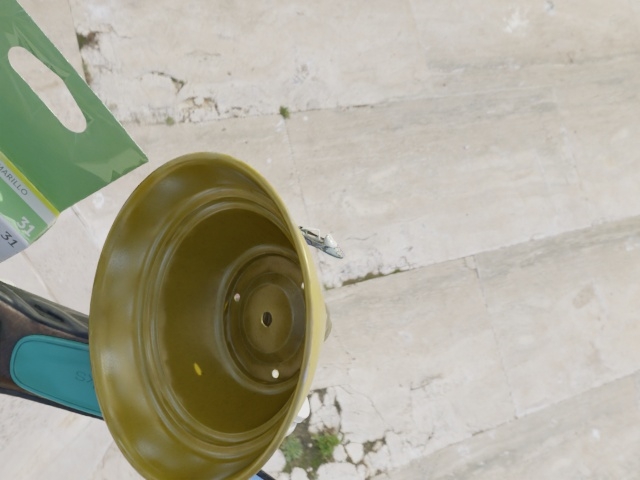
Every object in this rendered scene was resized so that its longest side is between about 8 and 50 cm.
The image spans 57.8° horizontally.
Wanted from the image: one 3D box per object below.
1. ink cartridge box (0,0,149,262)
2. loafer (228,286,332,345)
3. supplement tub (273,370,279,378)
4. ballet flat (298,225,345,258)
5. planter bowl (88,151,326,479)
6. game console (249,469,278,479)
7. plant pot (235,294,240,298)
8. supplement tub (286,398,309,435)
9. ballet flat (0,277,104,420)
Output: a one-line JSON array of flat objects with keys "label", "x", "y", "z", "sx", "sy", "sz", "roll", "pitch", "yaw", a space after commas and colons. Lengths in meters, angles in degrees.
[{"label": "ink cartridge box", "x": -0.276, "y": -0.071, "z": 0.456, "sx": 0.171, "sy": 0.235, "sz": 0.056, "roll": 54, "pitch": 35, "yaw": -25}, {"label": "loafer", "x": -0.043, "y": 0.073, "z": 0.487, "sx": 0.050, "sy": 0.148, "sz": 0.056, "roll": 43, "pitch": 56, "yaw": -36}, {"label": "supplement tub", "x": -0.142, "y": 0.374, "z": 1.299, "sx": 0.144, "sy": 0.144, "sz": 0.199, "roll": 53, "pitch": 42, "yaw": -5}, {"label": "ballet flat", "x": 0.000, "y": 0.000, "z": 1.155, "sx": 0.114, "sy": 0.041, "sz": 0.041, "roll": 23, "pitch": 73, "yaw": 6}, {"label": "planter bowl", "x": -0.063, "y": 0.055, "z": 0.404, "sx": 0.090, "sy": 0.217, "sz": 0.217, "roll": 10, "pitch": 76, "yaw": -51}, {"label": "game console", "x": -0.091, "y": 0.381, "z": 0.792, "sx": 0.107, "sy": 0.071, "sz": 0.122, "roll": -47, "pitch": 130, "yaw": -12}, {"label": "plant pot", "x": -0.221, "y": 0.131, "z": 1.309, "sx": 0.272, "sy": 0.272, "sz": 0.265, "roll": -9, "pitch": 62, "yaw": -21}, {"label": "supplement tub", "x": -0.185, "y": 0.469, "z": 1.550, "sx": 0.272, "sy": 0.191, "sz": 0.191, "roll": -36, "pitch": 95, "yaw": 11}, {"label": "ballet flat", "x": -0.260, "y": 0.084, "z": 0.493, "sx": 0.280, "sy": 0.096, "sz": 0.095, "roll": 24, "pitch": 94, "yaw": -9}]
